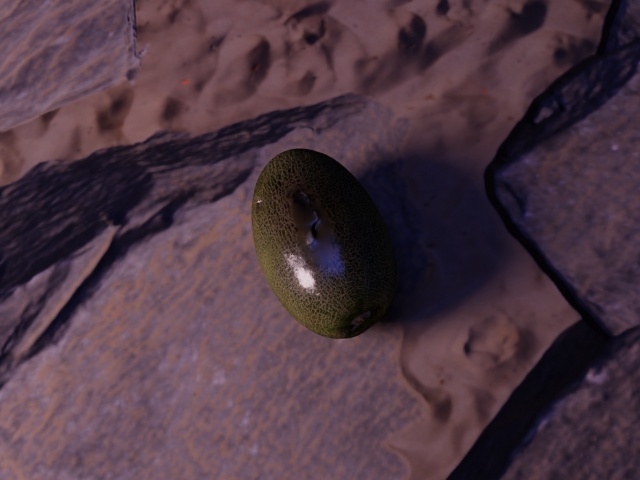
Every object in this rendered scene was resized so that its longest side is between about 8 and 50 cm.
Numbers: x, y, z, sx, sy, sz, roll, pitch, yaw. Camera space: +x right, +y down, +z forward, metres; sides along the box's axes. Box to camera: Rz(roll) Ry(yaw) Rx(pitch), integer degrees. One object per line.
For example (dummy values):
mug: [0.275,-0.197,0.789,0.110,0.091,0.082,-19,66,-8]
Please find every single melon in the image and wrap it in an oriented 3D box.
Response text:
melon: [0.000,0.000,1.459,0.099,0.099,0.162,-23,57,-2]
